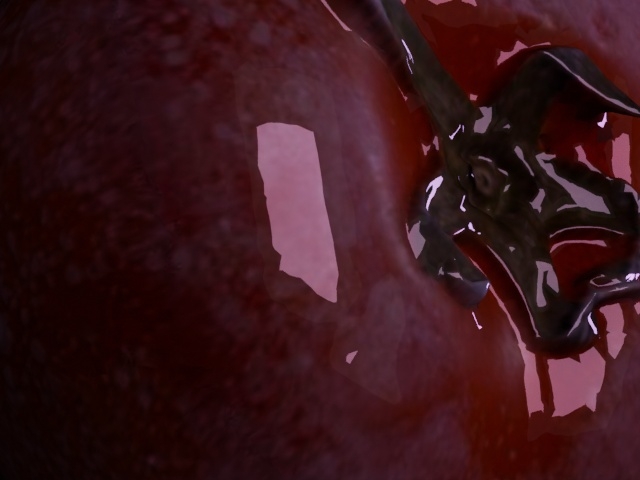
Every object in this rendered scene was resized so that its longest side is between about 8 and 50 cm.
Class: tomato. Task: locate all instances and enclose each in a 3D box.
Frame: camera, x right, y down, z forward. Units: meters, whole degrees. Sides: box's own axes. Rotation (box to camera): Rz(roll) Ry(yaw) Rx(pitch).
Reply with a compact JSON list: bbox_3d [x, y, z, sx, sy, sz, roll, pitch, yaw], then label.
[{"bbox_3d":[0.000,0.000,0.604,0.270,0.227,0.270,9,74,-32],"label":"tomato"}]
